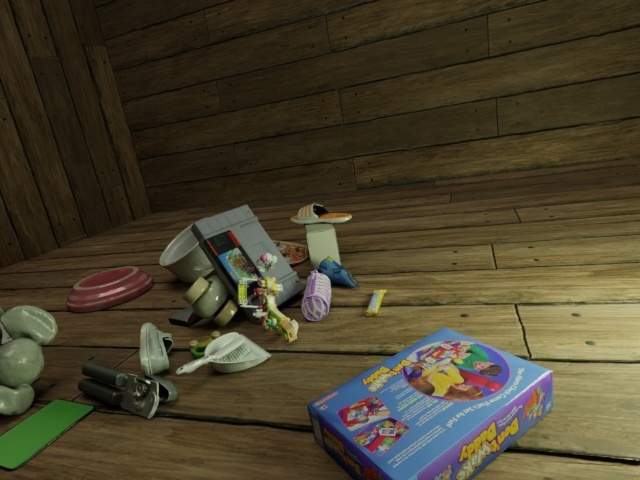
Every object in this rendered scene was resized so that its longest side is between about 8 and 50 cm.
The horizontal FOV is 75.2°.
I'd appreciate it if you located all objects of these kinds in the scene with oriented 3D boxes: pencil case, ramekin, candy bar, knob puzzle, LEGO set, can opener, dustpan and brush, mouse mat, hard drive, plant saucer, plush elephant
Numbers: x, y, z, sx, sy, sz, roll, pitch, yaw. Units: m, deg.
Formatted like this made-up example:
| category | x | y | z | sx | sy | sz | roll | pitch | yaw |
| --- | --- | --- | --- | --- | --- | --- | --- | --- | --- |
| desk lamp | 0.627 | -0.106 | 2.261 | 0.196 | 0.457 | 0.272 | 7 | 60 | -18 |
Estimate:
| category | x | y | z | sx | sy | sz | roll | pitch | yaw |
| --- | --- | --- | --- | --- | --- | --- | --- | --- | --- |
| pencil case | -0.011 | 0.162 | 1.250 | 0.086 | 0.088 | 0.206 | -11 | 16 | 4 |
| ramekin | -0.515 | 0.046 | 1.727 | 0.277 | 0.135 | 0.277 | -28 | 30 | 18 |
| candy bar | 0.160 | 0.180 | 1.208 | 0.040 | 0.018 | 0.161 | -5 | 16 | 20 |
| knob puzzle | -0.140 | 0.047 | 1.736 | 0.212 | 0.030 | 0.213 | 9 | 26 | -5 |
| LEGO set | -0.159 | 0.174 | 1.157 | 0.106 | 0.132 | 0.287 | 9 | 41 | -31 |
| can opener | -0.447 | 0.341 | 0.964 | 0.283 | 0.076 | 0.095 | 0 | -14 | 35 |
| dustpan and brush | -0.244 | 0.281 | 1.002 | 0.211 | 0.061 | 0.147 | -27 | 31 | -37 |
| mouse mat | -0.611 | 0.410 | 0.898 | 0.152 | 0.007 | 0.189 | -3 | 18 | 26 |
| hard drive | -0.412 | 0.236 | 1.360 | 0.094 | 0.022 | 0.135 | 1 | 18 | 34 |
| plant saucer | -0.870 | 0.187 | 1.715 | 0.331 | 0.084 | 0.332 | -10 | 15 | 3 |
| plush elephant | -0.809 | 0.297 | 1.032 | 0.330 | 0.255 | 0.272 | -41 | 30 | 51 |

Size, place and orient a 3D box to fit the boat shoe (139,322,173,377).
| category | x | y | z | sx | sy | sz | roll | pitch | yaw |
| --- | --- | --- | --- | --- | --- | --- | --- | --- | --- |
| boat shoe | -0.438 | 0.288 | 1.116 | 0.081 | 0.080 | 0.227 | -6 | 18 | -20 |

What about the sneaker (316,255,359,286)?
| category | x | y | z | sx | sy | sz | roll | pitch | yaw |
| --- | --- | --- | --- | --- | --- | --- | --- | --- | --- |
| sneaker | 0.054 | 0.124 | 1.416 | 0.082 | 0.069 | 0.209 | -47 | 33 | -7 |

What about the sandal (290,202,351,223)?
| category | x | y | z | sx | sy | sz | roll | pitch | yaw |
| --- | --- | --- | --- | --- | --- | --- | --- | --- | --- |
| sandal | 0.001 | -0.115 | 1.659 | 0.264 | 0.076 | 0.102 | 0 | 17 | 28 |

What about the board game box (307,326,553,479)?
| category | x | y | z | sx | sy | sz | roll | pitch | yaw |
| --- | --- | --- | --- | --- | --- | --- | --- | --- | --- |
| board game box | 0.186 | 0.283 | 0.709 | 0.346 | 0.078 | 0.233 | -19 | 18 | -29 |

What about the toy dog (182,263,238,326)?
| category | x | y | z | sx | sy | sz | roll | pitch | yaw |
| --- | --- | --- | --- | --- | --- | --- | --- | --- | --- |
| toy dog | -0.333 | 0.161 | 1.339 | 0.161 | 0.220 | 0.333 | -39 | -5 | 24 |

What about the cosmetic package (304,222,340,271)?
| category | x | y | z | sx | sy | sz | roll | pitch | yaw |
| --- | --- | --- | --- | --- | --- | --- | --- | --- | --- |
| cosmetic package | 0.000 | 0.000 | 1.690 | 0.113 | 0.161 | 0.309 | -10 | 16 | -3 |

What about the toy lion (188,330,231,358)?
| category | x | y | z | sx | sy | sz | roll | pitch | yaw |
| --- | --- | --- | --- | --- | --- | --- | --- | --- | --- |
| toy lion | -0.287 | 0.285 | 1.100 | 0.100 | 0.034 | 0.096 | -18 | 25 | -26 |

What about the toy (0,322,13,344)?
| category | x | y | z | sx | sy | sz | roll | pitch | yaw |
| --- | --- | --- | --- | --- | --- | --- | --- | --- | --- |
| toy | -1.008 | 0.322 | 1.373 | 0.136 | 0.056 | 0.237 | -14 | 20 | -27 |

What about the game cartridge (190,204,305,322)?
| category | x | y | z | sx | sy | sz | roll | pitch | yaw |
| --- | --- | --- | --- | --- | --- | --- | --- | --- | --- |
| game cartridge | -0.226 | 0.061 | 1.319 | 0.068 | 0.355 | 0.230 | -43 | -11 | 38 |
